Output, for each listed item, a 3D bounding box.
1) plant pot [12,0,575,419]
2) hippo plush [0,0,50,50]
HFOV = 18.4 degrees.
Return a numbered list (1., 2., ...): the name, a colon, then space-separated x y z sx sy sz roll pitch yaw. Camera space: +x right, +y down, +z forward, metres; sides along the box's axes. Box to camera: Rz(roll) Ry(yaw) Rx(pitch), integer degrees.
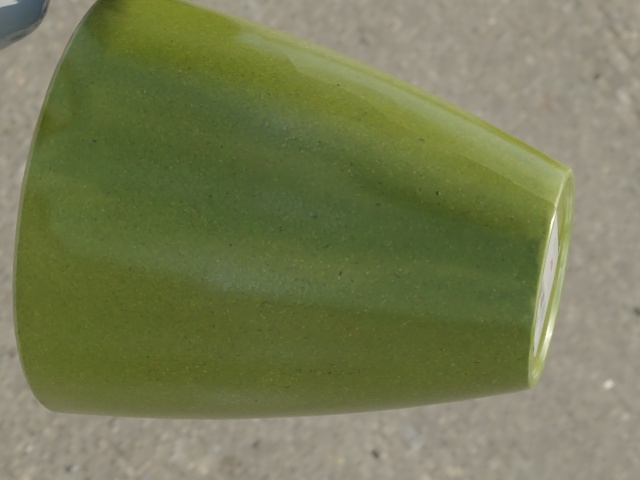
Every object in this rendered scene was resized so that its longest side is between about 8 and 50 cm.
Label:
1. plant pot: 0.000 0.000 1.219 0.294 0.274 0.274 11 37 12
2. hippo plush: -0.203 -0.242 1.265 0.234 0.237 0.294 64 -9 -25
